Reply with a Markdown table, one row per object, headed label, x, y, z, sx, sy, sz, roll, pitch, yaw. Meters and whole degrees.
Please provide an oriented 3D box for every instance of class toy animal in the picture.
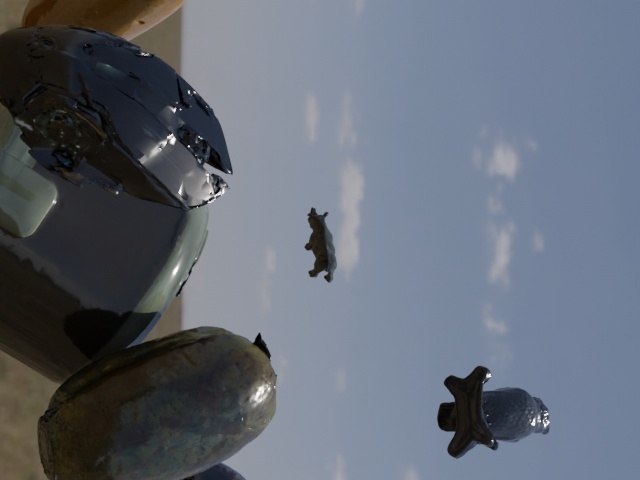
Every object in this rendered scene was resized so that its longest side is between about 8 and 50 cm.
| label | x | y | z | sx | sy | sz | roll | pitch | yaw |
| --- | --- | --- | --- | --- | --- | --- | --- | --- | --- |
| toy animal | 0.249 | 0.264 | 1.962 | 0.117 | 0.210 | 0.121 | -23 | -116 | 33 |
| toy animal | 0.000 | 0.000 | 2.295 | 0.065 | 0.047 | 0.135 | 107 | -21 | -57 |

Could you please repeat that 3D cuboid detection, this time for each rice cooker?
| label | x | y | z | sx | sy | sz | roll | pitch | yaw |
| --- | --- | --- | --- | --- | --- | --- | --- | --- | --- |
| rice cooker | -0.335 | -0.026 | 1.625 | 0.335 | 0.325 | 0.335 | -46 | -159 | 24 |

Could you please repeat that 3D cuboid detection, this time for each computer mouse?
| label | x | y | z | sx | sy | sz | roll | pitch | yaw |
| --- | --- | --- | --- | --- | --- | --- | --- | --- | --- |
| computer mouse | -0.171 | -0.111 | 1.159 | 0.077 | 0.242 | 0.146 | -25 | -138 | 52 |

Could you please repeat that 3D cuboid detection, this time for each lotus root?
| label | x | y | z | sx | sy | sz | roll | pitch | yaw |
| --- | --- | --- | --- | --- | --- | --- | --- | --- | --- |
| lotus root | -0.178 | 0.195 | 1.502 | 0.152 | 0.275 | 0.160 | 40 | -35 | 58 |

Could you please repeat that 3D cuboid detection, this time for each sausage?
| label | x | y | z | sx | sy | sz | roll | pitch | yaw |
| --- | --- | --- | --- | --- | --- | --- | --- | --- | --- |
| sausage | -0.296 | -0.338 | 1.894 | 0.354 | 0.134 | 0.116 | -22 | -161 | 47 |

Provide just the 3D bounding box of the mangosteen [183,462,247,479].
| label | x | y | z | sx | sy | sz | roll | pitch | yaw |
| --- | --- | --- | --- | --- | --- | --- | --- | --- | --- |
| mangosteen | -0.194 | 0.420 | 1.882 | 0.211 | 0.211 | 0.250 | 99 | 11 | -49 |
